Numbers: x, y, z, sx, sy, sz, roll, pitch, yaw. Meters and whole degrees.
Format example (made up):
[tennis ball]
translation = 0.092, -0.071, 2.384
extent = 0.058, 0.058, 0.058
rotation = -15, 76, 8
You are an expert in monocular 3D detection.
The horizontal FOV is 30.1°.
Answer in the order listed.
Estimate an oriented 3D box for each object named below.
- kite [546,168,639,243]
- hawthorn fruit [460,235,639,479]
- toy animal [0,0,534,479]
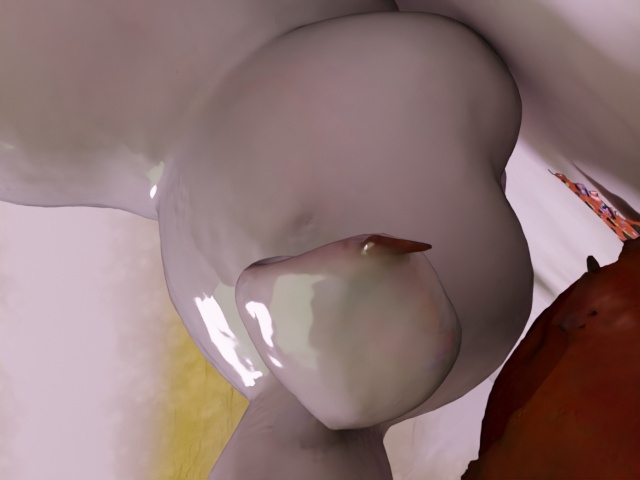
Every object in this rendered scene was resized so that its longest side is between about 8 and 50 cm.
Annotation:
[kite]
translation = 0.187, 0.052, 0.479
extent = 0.222, 0.008, 0.125
rotation = 43, 179, 41
[hawthorn fruit]
translation = 0.114, 0.063, 0.386
extent = 0.148, 0.148, 0.172
rotation = 45, -151, -40
[toy animal]
translation = -0.033, -0.031, 0.466
extent = 0.310, 0.183, 0.247
rotation = 47, -147, 15
